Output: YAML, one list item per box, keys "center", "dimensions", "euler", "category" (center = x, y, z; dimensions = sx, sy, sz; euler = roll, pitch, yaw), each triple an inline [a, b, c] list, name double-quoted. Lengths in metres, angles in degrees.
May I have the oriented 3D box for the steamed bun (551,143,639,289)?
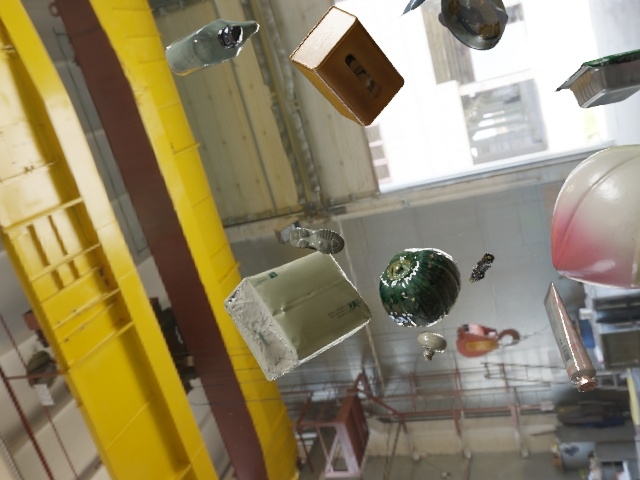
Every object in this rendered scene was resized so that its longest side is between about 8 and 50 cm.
- center: [0.602, -0.026, 1.189]
  dimensions: [0.309, 0.309, 0.309]
  euler: [-10, -90, -70]
  category: "steamed bun"

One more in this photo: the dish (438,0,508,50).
- center: [0.432, -0.637, 1.584]
  dimensions: [0.086, 0.236, 0.228]
  euler: [-45, -32, -13]
  category: "dish"

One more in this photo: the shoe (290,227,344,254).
- center: [0.000, 0.000, 1.744]
  dimensions: [0.099, 0.169, 0.071]
  euler: [3, -85, -70]
  category: "shoe"

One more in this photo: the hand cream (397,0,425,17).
- center: [0.307, -0.689, 1.527]
  dimensions: [0.058, 0.271, 0.091]
  euler: [41, -173, -17]
  category: "hand cream"

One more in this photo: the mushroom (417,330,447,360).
- center: [0.303, 0.292, 1.597]
  dimensions: [0.079, 0.085, 0.085]
  euler: [-66, -25, -3]
  category: "mushroom"

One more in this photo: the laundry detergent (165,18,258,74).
- center: [-0.270, -0.522, 1.531]
  dimensions: [0.215, 0.280, 0.105]
  euler: [-36, -67, -31]
  category: "laundry detergent"

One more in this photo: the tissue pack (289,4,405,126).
- center: [0.082, -0.478, 1.635]
  dimensions: [0.274, 0.194, 0.145]
  euler: [36, -172, -43]
  category: "tissue pack"

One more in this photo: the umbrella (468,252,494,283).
- center: [0.464, 0.085, 1.683]
  dimensions: [0.144, 0.037, 0.040]
  euler: [105, 147, -57]
  category: "umbrella"

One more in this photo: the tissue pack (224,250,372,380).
- center: [-0.065, 0.219, 1.815]
  dimensions: [0.380, 0.207, 0.297]
  euler: [-22, -107, -48]
  category: "tissue pack"

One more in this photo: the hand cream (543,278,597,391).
- center: [0.432, 0.167, 1.023]
  dimensions: [0.209, 0.043, 0.067]
  euler: [-93, -2, -45]
  category: "hand cream"

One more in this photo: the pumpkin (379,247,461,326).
- center: [0.371, 0.161, 1.998]
  dimensions: [0.293, 0.197, 0.263]
  euler: [-53, -59, -34]
  category: "pumpkin"

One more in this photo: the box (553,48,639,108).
- center: [0.948, -0.516, 1.901]
  dimensions: [0.337, 0.264, 0.106]
  euler: [19, -119, -83]
  category: "box"
